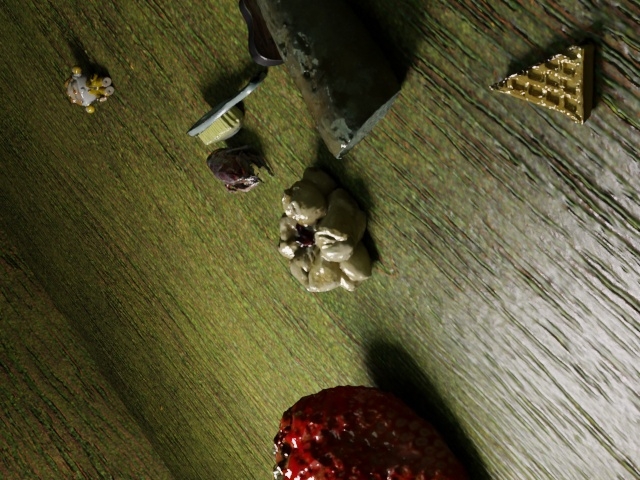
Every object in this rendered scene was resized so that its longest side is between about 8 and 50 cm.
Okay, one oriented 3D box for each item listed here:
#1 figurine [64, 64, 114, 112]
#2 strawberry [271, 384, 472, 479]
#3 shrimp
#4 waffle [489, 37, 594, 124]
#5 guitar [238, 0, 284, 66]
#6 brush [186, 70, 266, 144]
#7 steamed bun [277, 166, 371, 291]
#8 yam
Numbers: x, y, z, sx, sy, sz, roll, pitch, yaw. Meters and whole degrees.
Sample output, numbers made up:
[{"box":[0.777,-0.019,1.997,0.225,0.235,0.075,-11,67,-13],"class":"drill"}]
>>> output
[{"box":[-0.502,-0.338,2.453,0.143,0.068,0.101,-31,91,52],"class":"figurine"},{"box":[0.089,0.398,1.875,0.351,0.267,0.312,9,120,29],"class":"strawberry"},{"box":[-0.143,-0.126,1.987,0.190,0.073,0.075,23,139,59],"class":"shrimp"},{"box":[0.245,-0.194,1.265,0.152,0.023,0.098,31,139,48],"class":"waffle"},{"box":[-0.101,-0.390,1.667,0.038,0.083,0.271,-19,91,66],"class":"guitar"},{"box":[-0.150,-0.216,1.933,0.060,0.068,0.297,46,154,-11],"class":"brush"},{"box":[0.000,0.000,1.800,0.192,0.106,0.177,47,152,25],"class":"steamed bun"},{"box":[-0.002,-0.275,1.531,0.330,0.133,0.133,61,154,14],"class":"yam"}]
